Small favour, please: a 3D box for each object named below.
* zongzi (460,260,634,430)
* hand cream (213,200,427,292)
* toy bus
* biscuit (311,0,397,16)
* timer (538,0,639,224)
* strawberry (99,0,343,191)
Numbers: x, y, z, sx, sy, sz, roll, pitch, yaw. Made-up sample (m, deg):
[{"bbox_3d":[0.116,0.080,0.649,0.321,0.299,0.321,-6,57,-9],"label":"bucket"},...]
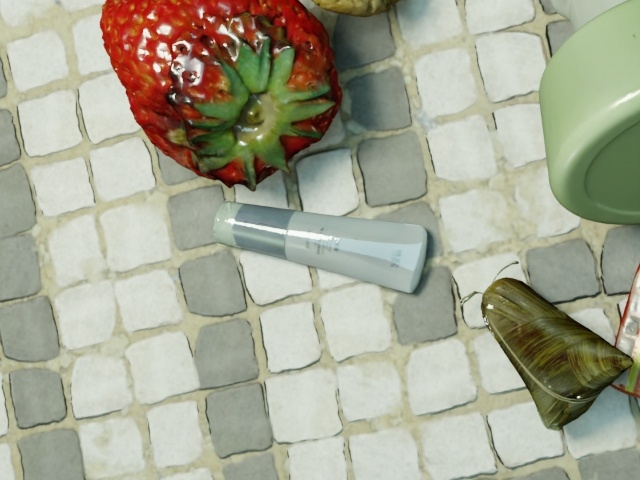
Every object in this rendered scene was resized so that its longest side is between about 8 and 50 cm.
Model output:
[{"bbox_3d":[0.252,0.092,1.630,0.084,0.184,0.187,-27,73,-24],"label":"zongzi"},{"bbox_3d":[0.000,0.000,1.773,0.255,0.048,0.079,11,93,13],"label":"hand cream"},{"bbox_3d":[0.370,0.092,1.649,0.077,0.079,0.174,15,89,26],"label":"toy bus"},{"bbox_3d":[0.001,-0.332,1.726,0.226,0.226,0.042,42,128,15],"label":"biscuit"},{"bbox_3d":[0.346,-0.217,1.607,0.290,0.291,0.315,-21,60,13],"label":"timer"},{"bbox_3d":[-0.119,-0.213,1.734,0.238,0.250,0.288,-24,41,-8],"label":"strawberry"}]
